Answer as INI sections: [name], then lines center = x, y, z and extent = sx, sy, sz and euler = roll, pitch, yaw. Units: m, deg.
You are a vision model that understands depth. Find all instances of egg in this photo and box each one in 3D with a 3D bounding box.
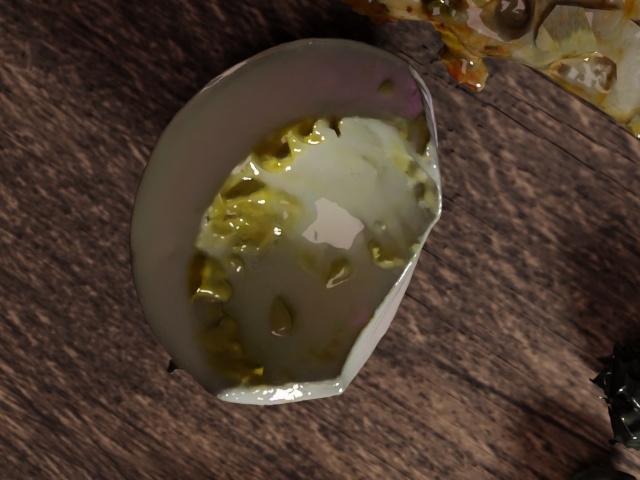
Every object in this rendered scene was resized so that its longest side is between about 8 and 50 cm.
[egg]
center = -0.009, -0.014, 1.346
extent = 0.206, 0.161, 0.271
euler = 36, 96, 34

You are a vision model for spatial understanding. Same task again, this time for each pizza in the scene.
[pizza]
center = 0.117, -0.186, 1.241
extent = 0.297, 0.071, 0.189
euler = 25, 127, 4

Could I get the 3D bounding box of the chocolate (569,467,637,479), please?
[chocolate]
center = 0.213, 0.249, 1.488
extent = 0.072, 0.072, 0.167
euler = 18, 128, 8

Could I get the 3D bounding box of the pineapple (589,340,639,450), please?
[pineapple]
center = 0.322, 0.150, 1.351
extent = 0.278, 0.158, 0.158
euler = 25, 127, 17
